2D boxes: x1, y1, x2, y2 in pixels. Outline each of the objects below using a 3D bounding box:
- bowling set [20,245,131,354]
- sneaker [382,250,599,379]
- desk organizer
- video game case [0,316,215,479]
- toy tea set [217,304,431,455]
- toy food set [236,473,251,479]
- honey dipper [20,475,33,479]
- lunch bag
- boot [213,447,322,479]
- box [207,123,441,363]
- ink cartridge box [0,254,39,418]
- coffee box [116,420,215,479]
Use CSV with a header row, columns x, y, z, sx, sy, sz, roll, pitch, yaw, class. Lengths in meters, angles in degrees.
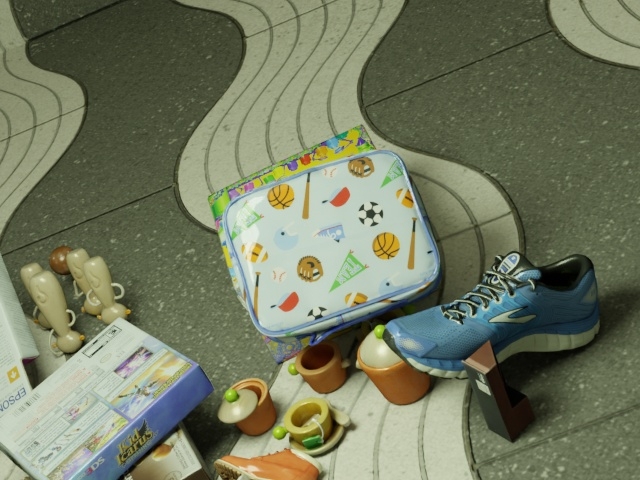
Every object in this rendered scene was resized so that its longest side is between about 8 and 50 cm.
x,y,z,sx,sy,sz,roll,pitch,yaw,class
-0.446,0.103,2.316,0.287,0.154,0.200,-15,17,19,bowling set
0.233,0.085,1.776,0.330,0.147,0.130,-14,30,-22,sneaker
0.237,0.199,1.723,0.050,0.130,0.047,-38,35,-20,desk organizer
-0.324,0.250,1.906,0.269,0.061,0.244,-42,34,-20,video game case
0.006,0.189,1.890,0.336,0.124,0.200,-29,34,-5,toy tea set
-0.207,0.439,1.640,0.306,0.092,0.220,-39,22,38,toy food set
-0.493,0.409,2.010,0.160,0.030,0.030,-35,35,-10,honey dipper
0.014,0.017,1.879,0.303,0.243,0.115,-19,-10,2,lunch bag
-0.073,0.324,1.830,0.158,0.059,0.084,12,46,31,boot
0.000,0.000,2.097,0.290,0.177,0.279,-24,34,2,box
-0.628,0.214,2.195,0.324,0.071,0.330,-36,63,16,ink cartridge box
-0.247,0.328,1.892,0.141,0.098,0.246,-32,34,-6,coffee box
